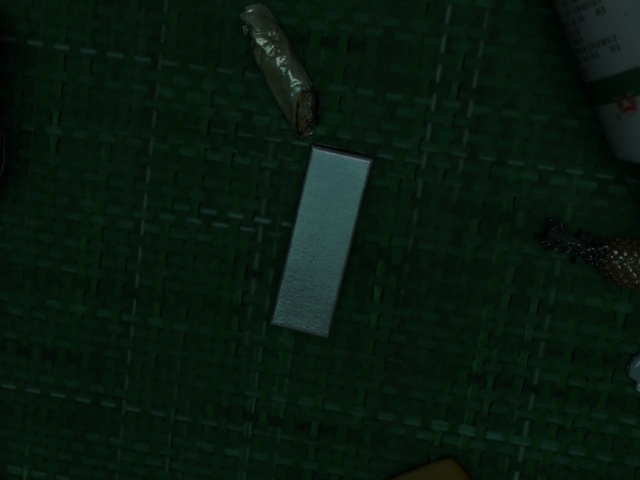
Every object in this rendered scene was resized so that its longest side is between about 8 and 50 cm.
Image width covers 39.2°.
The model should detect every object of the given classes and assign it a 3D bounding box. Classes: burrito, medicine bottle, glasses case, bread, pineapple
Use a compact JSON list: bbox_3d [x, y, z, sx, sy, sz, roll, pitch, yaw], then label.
[{"bbox_3d":[-0.041,-0.180,0.955,0.041,0.055,0.149,-29,95,-20],"label":"burrito"},{"bbox_3d":[0.349,-0.165,0.827,0.208,0.208,0.340,-22,97,10],"label":"medicine bottle"},{"bbox_3d":[0.000,0.000,0.983,0.070,0.047,0.205,13,101,0],"label":"glasses case"},{"bbox_3d":[0.121,0.298,1.017,0.115,0.056,0.082,-19,98,10],"label":"bread"},{"bbox_3d":[0.289,0.007,0.947,0.124,0.058,0.058,26,102,7],"label":"pineapple"}]

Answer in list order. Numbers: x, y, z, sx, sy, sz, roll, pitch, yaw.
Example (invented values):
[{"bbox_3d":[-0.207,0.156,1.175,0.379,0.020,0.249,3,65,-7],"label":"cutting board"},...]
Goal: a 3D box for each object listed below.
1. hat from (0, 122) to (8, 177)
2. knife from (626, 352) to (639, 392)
[{"bbox_3d":[-0.431,-0.149,0.997,0.219,0.164,0.226,3,61,7],"label":"hat"},{"bbox_3d":[0.402,0.179,0.978,0.162,0.023,0.044,37,100,0],"label":"knife"}]
